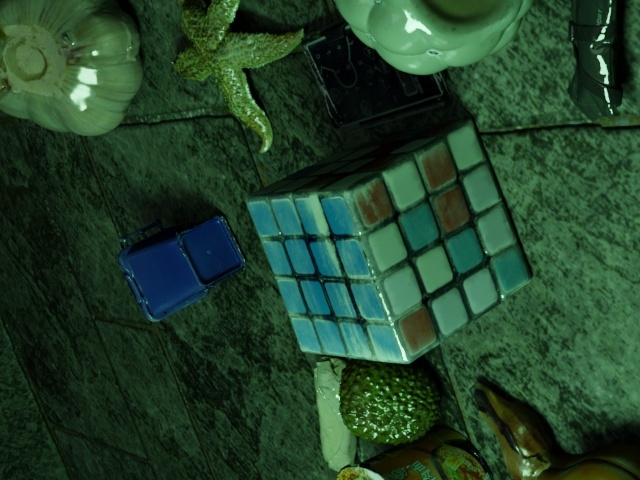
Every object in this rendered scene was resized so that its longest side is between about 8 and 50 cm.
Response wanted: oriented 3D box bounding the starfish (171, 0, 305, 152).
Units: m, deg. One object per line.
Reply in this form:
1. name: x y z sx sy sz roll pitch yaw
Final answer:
1. starfish: -0.165 -0.337 1.976 0.347 0.078 0.358 44 144 32

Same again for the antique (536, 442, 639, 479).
1. antique: 0.423 0.379 1.618 0.278 0.129 0.224 13 123 49

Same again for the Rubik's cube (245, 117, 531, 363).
1. Rubik's cube: 0.092 0.001 1.689 0.256 0.253 0.259 -3 109 55

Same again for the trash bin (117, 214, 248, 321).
1. trash bin: -0.268 0.036 2.334 0.234 0.162 0.184 -22 96 53

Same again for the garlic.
1. garlic: -0.473 -0.345 2.248 0.321 0.241 0.322 5 130 6

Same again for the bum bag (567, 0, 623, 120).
1. bum bag: 0.318 -0.227 1.386 0.087 0.049 0.198 -122 21 -57

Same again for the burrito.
1. burrito: 0.032 0.331 2.216 0.082 0.059 0.275 20 132 28

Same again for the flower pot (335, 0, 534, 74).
1. flower pot: 0.133 -0.313 1.401 0.195 0.246 0.246 -132 24 -70

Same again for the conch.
1. conch: 0.298 0.303 1.791 0.233 0.080 0.086 52 129 13

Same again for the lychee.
1. lychee: 0.111 0.259 1.956 0.171 0.171 0.171 35 140 36

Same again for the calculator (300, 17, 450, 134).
1. calculator: 0.074 -0.247 1.735 0.274 0.028 0.166 -11 105 57

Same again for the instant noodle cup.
1. instant noodle cup: 0.165 0.422 1.976 0.230 0.182 0.230 35 140 36
